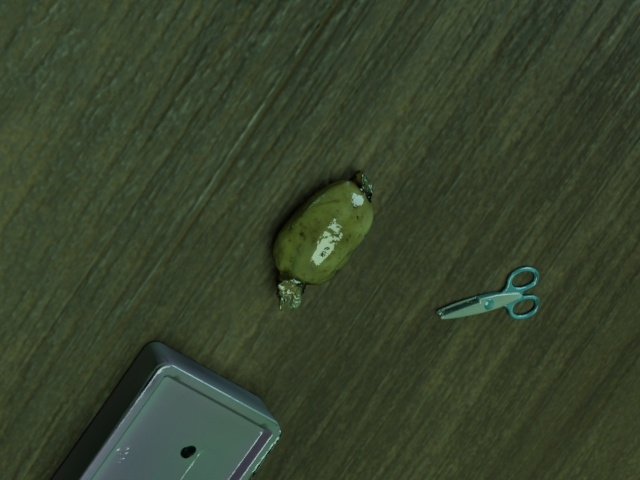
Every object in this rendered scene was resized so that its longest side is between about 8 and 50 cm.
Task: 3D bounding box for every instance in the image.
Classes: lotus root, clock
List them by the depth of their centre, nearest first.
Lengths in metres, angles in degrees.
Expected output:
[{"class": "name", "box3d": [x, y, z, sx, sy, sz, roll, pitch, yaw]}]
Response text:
[{"class": "lotus root", "box3d": [0.000, 0.000, 1.124, 0.072, 0.063, 0.152, 32, 92, -36]}, {"class": "clock", "box3d": [-0.151, 0.214, 1.141, 0.150, 0.063, 0.197, 33, 95, -26]}]

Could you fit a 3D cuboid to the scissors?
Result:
[{"class": "scissors", "box3d": [0.175, 0.064, 1.236, 0.119, 0.014, 0.058, -14, 111, -19]}]
